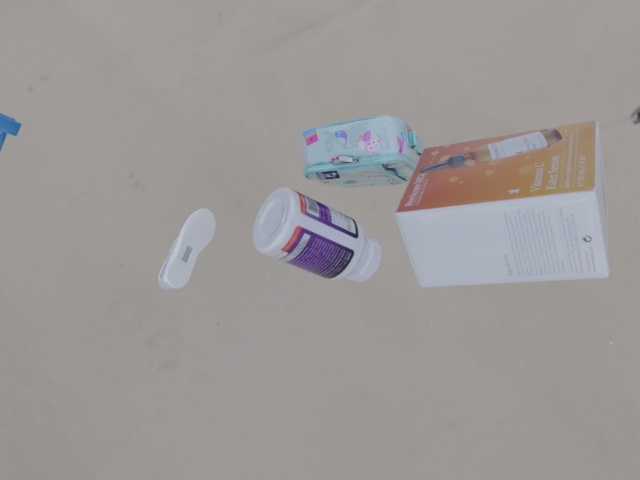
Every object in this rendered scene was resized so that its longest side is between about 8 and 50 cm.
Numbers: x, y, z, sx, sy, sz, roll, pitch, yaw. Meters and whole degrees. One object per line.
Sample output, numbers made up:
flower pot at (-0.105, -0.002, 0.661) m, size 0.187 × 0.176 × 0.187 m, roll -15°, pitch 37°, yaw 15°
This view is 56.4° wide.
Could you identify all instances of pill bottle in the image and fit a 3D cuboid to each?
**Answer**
pill bottle at (0.000, 0.000, 0.942) m, size 0.194 × 0.108 × 0.108 m, roll 24°, pitch 63°, yaw -32°

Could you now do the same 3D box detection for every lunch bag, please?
lunch bag at (0.097, -0.171, 1.206) m, size 0.224 × 0.279 × 0.107 m, roll -2°, pitch 89°, yaw 22°

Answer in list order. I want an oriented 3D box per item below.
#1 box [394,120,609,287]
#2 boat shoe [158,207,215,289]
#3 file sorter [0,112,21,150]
box at (0.176, -0.033, 0.566) m, size 0.171 × 0.091 × 0.130 m, roll -6°, pitch 34°, yaw 28°
boat shoe at (-0.266, 0.018, 1.180) m, size 0.063 × 0.066 × 0.184 m, roll -15°, pitch 51°, yaw 45°
file sorter at (-0.322, -0.072, 0.391) m, size 0.118 × 0.170 × 0.104 m, roll 22°, pitch 91°, yaw 28°
